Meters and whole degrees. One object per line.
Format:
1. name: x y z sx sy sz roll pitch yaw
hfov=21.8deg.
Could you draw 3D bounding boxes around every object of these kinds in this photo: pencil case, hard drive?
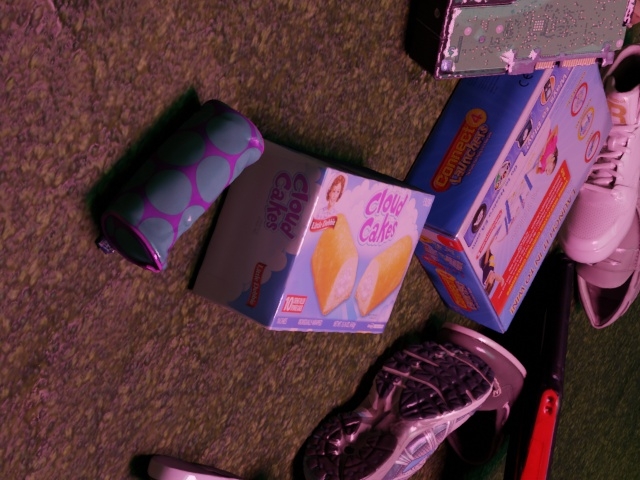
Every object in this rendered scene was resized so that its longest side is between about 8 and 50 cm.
1. pencil case: -0.109 -0.043 1.313 0.151 0.064 0.070 -51 135 -31
2. hard drive: 0.222 -0.328 1.619 0.237 0.064 0.339 -8 122 -27

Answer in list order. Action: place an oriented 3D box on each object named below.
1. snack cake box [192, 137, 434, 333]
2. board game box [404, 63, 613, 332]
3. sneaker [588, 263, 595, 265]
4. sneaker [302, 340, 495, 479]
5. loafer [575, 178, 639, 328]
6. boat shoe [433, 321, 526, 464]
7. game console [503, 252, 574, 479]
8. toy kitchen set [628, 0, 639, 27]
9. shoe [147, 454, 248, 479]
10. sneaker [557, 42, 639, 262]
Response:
1. snack cake box: 0.000 0.000 1.544 0.264 0.089 0.152 8 104 -65
2. board game box: 0.219 -0.088 1.917 0.308 0.086 0.302 -61 155 -13
3. sneaker: 0.350 -0.005 2.314 0.040 0.044 0.109 -51 131 -16
4. sneaker: 0.083 0.219 1.896 0.283 0.110 0.122 -31 147 -32
5. loafer: 0.424 0.017 2.397 0.319 0.112 0.111 75 36 -55
6. boat shoe: 0.197 0.203 2.097 0.095 0.112 0.335 -65 160 -16
7. game console: 0.300 0.245 2.249 0.386 0.060 0.342 -70 171 -61
8. toy kitchen set: 0.340 -0.274 2.031 0.075 0.083 0.068 -57 -165 -20
9. shoe: -0.121 0.251 1.546 0.081 0.063 0.178 -70 160 -5
10. sneaker: 0.381 -0.127 2.205 0.169 0.108 0.292 71 38 -54
